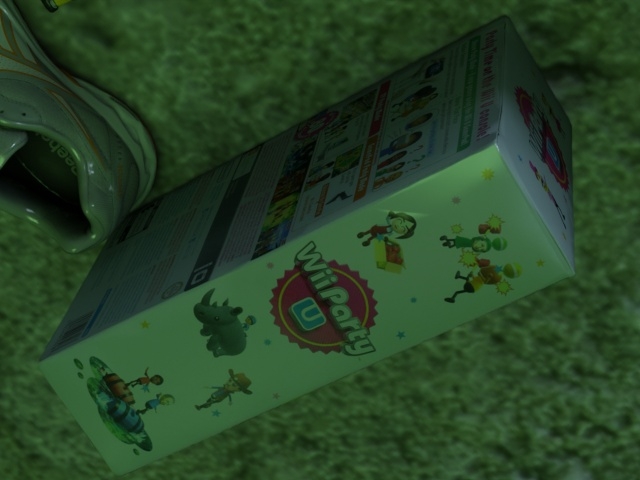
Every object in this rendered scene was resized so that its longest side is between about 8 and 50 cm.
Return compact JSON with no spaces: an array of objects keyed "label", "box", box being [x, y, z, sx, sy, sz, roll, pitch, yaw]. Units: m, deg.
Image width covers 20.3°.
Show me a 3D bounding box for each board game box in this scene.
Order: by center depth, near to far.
[{"label":"board game box","box":[0.000,0.000,1.095,0.303,0.224,0.097,-27,109,19]}]

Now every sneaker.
[{"label":"sneaker","box":[-0.219,-0.093,1.132,0.262,0.121,0.099,36,114,-11]}]

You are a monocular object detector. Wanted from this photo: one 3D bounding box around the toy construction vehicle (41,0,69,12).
[{"label":"toy construction vehicle","box":[-0.162,-0.206,1.124,0.086,0.035,0.098,-25,108,29]}]
